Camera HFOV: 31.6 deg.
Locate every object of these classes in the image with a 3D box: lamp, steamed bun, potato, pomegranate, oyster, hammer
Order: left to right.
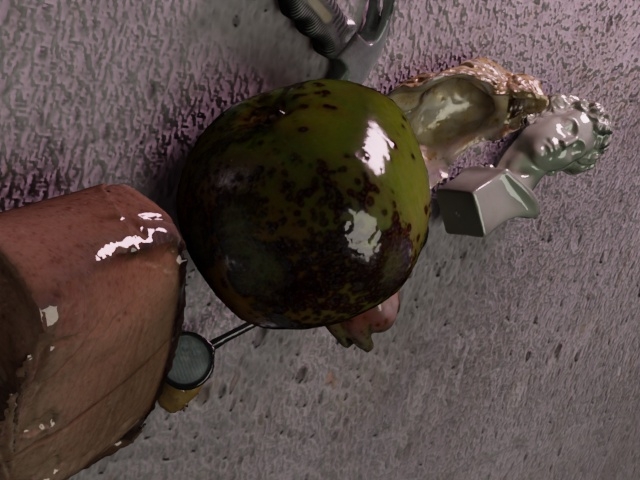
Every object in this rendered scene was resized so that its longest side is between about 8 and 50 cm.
[{"bbox_3d":[-0.271,0.085,1.065,0.251,0.199,0.301,-32,147,-54],"label":"steamed bun"},{"bbox_3d":[-0.163,0.164,1.347,0.036,0.037,0.093,33,89,-47],"label":"potato"},{"bbox_3d":[-0.033,0.069,1.389,0.371,0.130,0.108,-42,-179,-14],"label":"lamp"},{"bbox_3d":[-0.004,-0.246,1.247,0.158,0.041,0.226,-58,141,-2],"label":"hammer"},{"bbox_3d":[0.000,0.000,1.222,0.285,0.285,0.340,-42,131,-20],"label":"pomegranate"},{"bbox_3d":[0.172,-0.169,1.459,0.233,0.107,0.161,-19,134,-16],"label":"oyster"}]

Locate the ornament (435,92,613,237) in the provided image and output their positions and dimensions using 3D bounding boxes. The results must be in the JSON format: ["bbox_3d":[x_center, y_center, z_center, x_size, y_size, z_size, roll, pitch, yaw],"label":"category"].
[{"bbox_3d":[0.285,-0.100,1.601,0.285,0.130,0.120,-37,121,-14],"label":"ornament"}]
